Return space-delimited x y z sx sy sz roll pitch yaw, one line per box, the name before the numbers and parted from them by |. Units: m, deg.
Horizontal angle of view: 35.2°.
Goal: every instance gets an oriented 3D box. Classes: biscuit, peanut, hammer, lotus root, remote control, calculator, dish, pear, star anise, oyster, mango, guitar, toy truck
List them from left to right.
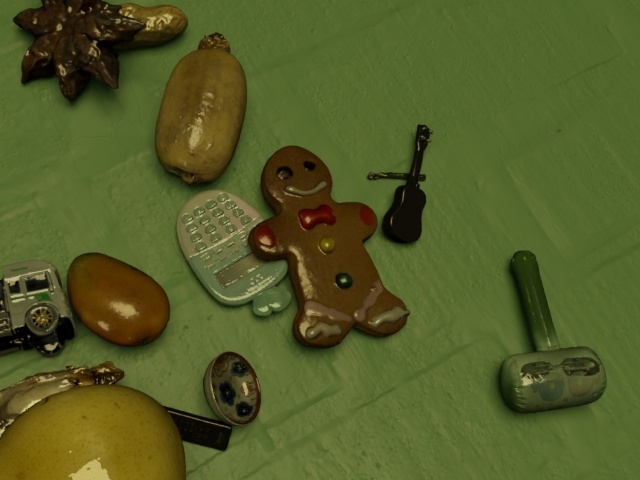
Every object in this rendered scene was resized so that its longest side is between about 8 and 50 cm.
toy truck | -0.635 0.144 1.817 0.367 0.146 0.175 -11 68 -13
oyster | -0.514 0.311 1.816 0.344 0.078 0.129 -27 79 -11
star anise | -0.483 -0.429 2.024 0.315 0.108 0.316 -2 86 25
pear | -0.384 0.408 1.662 0.348 0.348 0.349 3 70 -9
mango | -0.386 0.111 1.884 0.221 0.120 0.151 30 47 6
peanut | -0.375 -0.454 2.110 0.194 0.083 0.094 -12 112 -10
remote control | -0.285 0.333 1.860 0.245 0.063 0.025 17 25 -5
lotus root | -0.234 -0.278 2.037 0.169 0.151 0.343 12 71 -6
dish | -0.185 0.285 1.884 0.141 0.078 0.141 35 43 -42
calculator | -0.168 0.027 1.998 0.184 0.042 0.295 -31 76 -19
biscuit | 0.001 -0.001 1.997 0.282 0.064 0.432 -10 72 -26
guitar | 0.196 -0.125 2.097 0.083 0.038 0.271 26 70 -29
hammer | 0.437 0.175 2.021 0.206 0.119 0.336 -4 64 -12

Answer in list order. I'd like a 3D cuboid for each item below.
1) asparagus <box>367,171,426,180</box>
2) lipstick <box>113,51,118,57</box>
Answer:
asparagus | 0.161 -0.136 2.128 0.127 0.015 0.018 1 70 -10
lipstick | -0.507 -0.420 2.109 0.176 0.027 0.027 29 68 2
